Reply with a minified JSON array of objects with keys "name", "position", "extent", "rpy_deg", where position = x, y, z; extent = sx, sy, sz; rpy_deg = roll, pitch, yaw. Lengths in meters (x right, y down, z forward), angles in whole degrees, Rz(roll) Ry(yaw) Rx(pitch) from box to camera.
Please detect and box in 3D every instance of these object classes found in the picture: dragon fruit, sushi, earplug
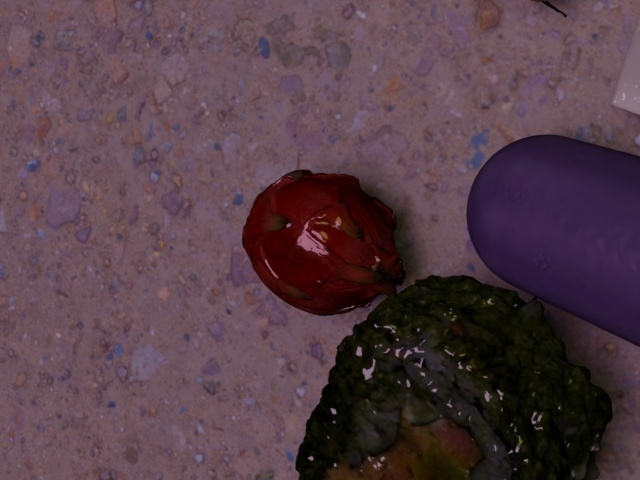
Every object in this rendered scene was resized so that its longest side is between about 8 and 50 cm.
[{"name":"dragon fruit","position":[0.000,0.000,1.689],"extent":[0.209,0.172,0.172],"rpy_deg":[24,104,36]},{"name":"sushi","position":[0.143,0.221,1.559],"extent":[0.294,0.178,0.352],"rpy_deg":[39,131,19]},{"name":"earplug","position":[0.355,0.017,1.466],"extent":[0.455,0.215,0.215],"rpy_deg":[23,103,31]}]

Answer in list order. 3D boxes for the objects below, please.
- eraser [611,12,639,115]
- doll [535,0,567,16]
[{"name":"eraser","position":[0.421,-0.164,1.491],"extent":[0.210,0.068,0.125],"rpy_deg":[23,106,28]},{"name":"doll","position":[0.286,-0.345,1.541],"extent":[0.115,0.105,0.221],"rpy_deg":[38,115,-16]}]
